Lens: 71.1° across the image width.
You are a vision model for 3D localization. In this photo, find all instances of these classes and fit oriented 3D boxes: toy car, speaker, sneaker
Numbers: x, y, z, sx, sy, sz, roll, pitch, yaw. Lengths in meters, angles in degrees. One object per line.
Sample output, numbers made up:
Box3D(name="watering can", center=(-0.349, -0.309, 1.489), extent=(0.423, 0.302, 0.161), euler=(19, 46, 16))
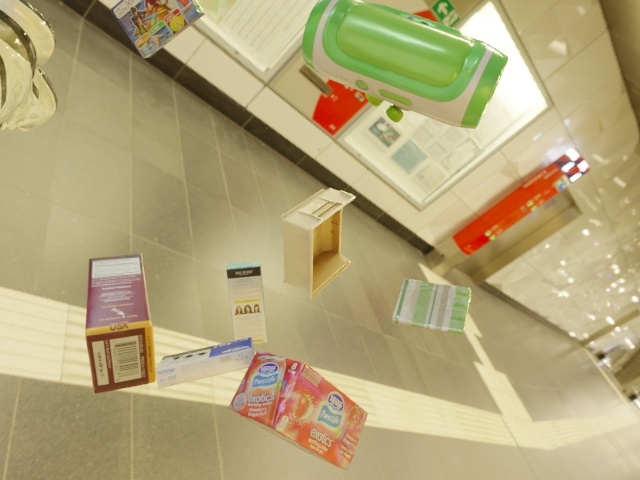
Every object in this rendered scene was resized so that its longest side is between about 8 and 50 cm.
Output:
Box3D(name="toy car", center=(0.226, -0.459, 1.275), extent=(0.148, 0.155, 0.189), euler=(33, 36, -19))
Box3D(name="speaker", center=(0.125, -0.279, 0.695), extent=(0.296, 0.131, 0.131), euler=(26, 17, 13))
Box3D(name="sneaker", center=(-0.649, -0.263, 0.844), extent=(0.169, 0.447, 0.258), euler=(35, 65, -21))

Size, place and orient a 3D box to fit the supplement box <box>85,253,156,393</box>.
Box3D(name="supplement box", center=(-0.292, 0.111, 0.653), extent=(0.080, 0.104, 0.188), euler=(-5, 30, -24))

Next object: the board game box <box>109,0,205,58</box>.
Box3D(name="board game box", center=(-0.408, -0.572, 1.119), extent=(0.136, 0.201, 0.035), euler=(58, 22, -18))

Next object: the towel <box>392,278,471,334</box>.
Box3D(name="towel", center=(0.244, 0.144, 0.978), extent=(0.113, 0.151, 0.023), euler=(-67, 150, -29))

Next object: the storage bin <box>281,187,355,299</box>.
Box3D(name="storage bin", center=(0.000, 0.000, 1.445), extent=(0.123, 0.263, 0.260), euler=(22, 40, 29))

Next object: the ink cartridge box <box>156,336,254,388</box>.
Box3D(name="ink cartridge box", center=(-0.251, 0.270, 0.998), extent=(0.097, 0.206, 0.046), euler=(-168, -113, -80))

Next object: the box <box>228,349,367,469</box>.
Box3D(name="box", center=(-0.033, 0.327, 0.859), extent=(0.257, 0.128, 0.123), euler=(49, 57, -39))

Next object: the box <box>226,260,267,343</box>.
Box3D(name="box", center=(-0.218, 0.189, 1.341), extent=(0.060, 0.100, 0.245), euler=(-123, -151, -75))
